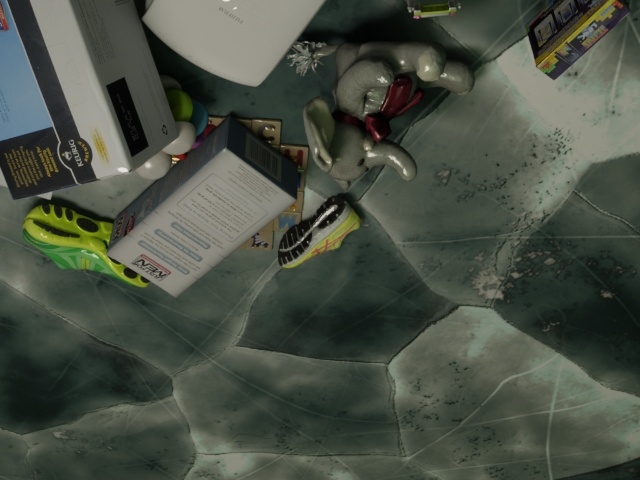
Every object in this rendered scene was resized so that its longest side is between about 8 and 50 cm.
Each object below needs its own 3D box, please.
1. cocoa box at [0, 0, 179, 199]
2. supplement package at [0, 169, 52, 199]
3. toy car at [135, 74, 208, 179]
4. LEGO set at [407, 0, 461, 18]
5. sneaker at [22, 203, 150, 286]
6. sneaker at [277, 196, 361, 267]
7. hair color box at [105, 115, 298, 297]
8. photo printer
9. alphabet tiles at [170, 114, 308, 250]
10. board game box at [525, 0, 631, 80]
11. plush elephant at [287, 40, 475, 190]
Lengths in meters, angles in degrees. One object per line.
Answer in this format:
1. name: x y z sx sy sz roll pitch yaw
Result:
1. cocoa box: -0.421 -0.276 1.618 0.227 0.231 0.347 -12 107 18
2. supplement package: -0.597 -0.197 1.841 0.244 0.134 0.139 16 131 -14
3. toy car: -0.280 -0.203 1.837 0.136 0.159 0.182 11 138 -46
4. LEGO set: 0.225 -0.449 1.625 0.287 0.107 0.132 -21 129 19
5. sneaker: -0.485 0.013 2.074 0.295 0.109 0.123 28 150 -26
6. sneaker: 0.000 0.000 2.055 0.208 0.081 0.094 -36 137 25
7. hair color box: -0.237 -0.059 1.968 0.185 0.114 0.374 36 123 -28
8. photo printer: -0.138 -0.413 1.653 0.256 0.107 0.307 29 127 -20
9. alphabet tiles: -0.175 -0.109 2.005 0.285 0.011 0.343 4 132 -3
10. board game box: 0.431 -0.374 1.670 0.048 0.141 0.170 30 127 -24
11. plush elephant: 0.084 -0.210 1.728 0.329 0.272 0.256 7 93 14
